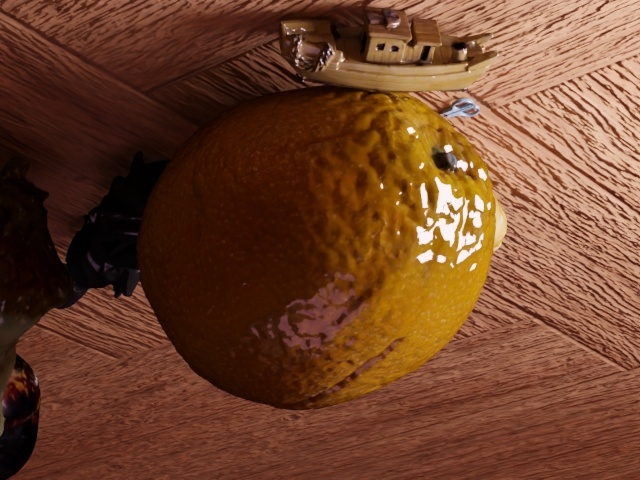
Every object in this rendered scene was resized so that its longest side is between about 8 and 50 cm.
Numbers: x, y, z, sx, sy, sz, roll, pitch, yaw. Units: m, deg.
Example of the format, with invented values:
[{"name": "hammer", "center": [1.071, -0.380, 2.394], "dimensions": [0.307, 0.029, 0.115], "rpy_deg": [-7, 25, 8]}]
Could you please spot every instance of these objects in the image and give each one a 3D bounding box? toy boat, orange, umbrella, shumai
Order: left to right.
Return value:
[{"name": "shumai", "center": [-0.430, 0.044, 1.919], "dimensions": [0.323, 0.397, 0.324], "rpy_deg": [-45, 174, 21]}, {"name": "umbrella", "center": [-0.237, 0.009, 2.057], "dimensions": [0.118, 0.118, 0.340], "rpy_deg": [12, 155, -26]}, {"name": "orange", "center": [0.000, 0.000, 1.813], "dimensions": [0.322, 0.322, 0.357], "rpy_deg": [21, 140, -39]}, {"name": "toy boat", "center": [0.063, -0.183, 1.723], "dimensions": [0.206, 0.064, 0.072], "rpy_deg": [1, 136, -11]}]

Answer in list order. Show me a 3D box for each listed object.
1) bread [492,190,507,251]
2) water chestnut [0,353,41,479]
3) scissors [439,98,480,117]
[{"name": "bread", "center": [0.131, -0.035, 2.002], "dimensions": [0.119, 0.084, 0.177], "rpy_deg": [-12, 153, 23]}, {"name": "water chestnut", "center": [-0.478, 0.188, 2.256], "dimensions": [0.289, 0.244, 0.289], "rpy_deg": [-5, 162, -2]}, {"name": "scissors", "center": [0.124, -0.128, 1.897], "dimensions": [0.083, 0.006, 0.036], "rpy_deg": [-17, 152, 28]}]
